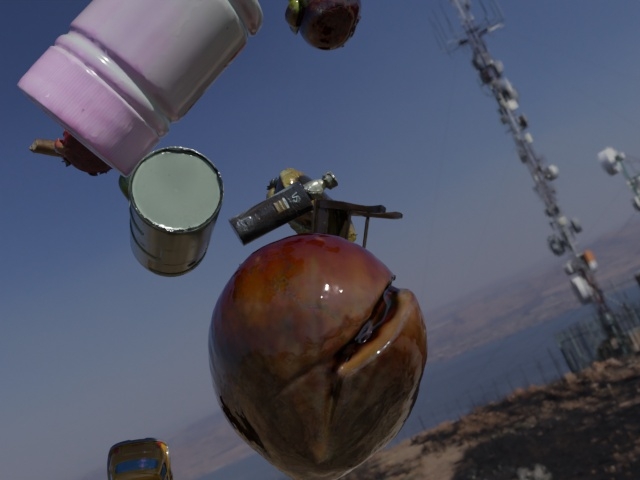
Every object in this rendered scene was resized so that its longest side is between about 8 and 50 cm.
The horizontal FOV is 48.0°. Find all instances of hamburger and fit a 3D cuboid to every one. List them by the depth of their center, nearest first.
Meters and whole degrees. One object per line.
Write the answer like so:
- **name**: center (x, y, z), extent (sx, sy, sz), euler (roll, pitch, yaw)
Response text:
- **hamburger**: center (-0.036, -0.089, 2.002), extent (0.132, 0.309, 0.211), euler (-45, -20, 5)

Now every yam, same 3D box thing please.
- **yam**: center (-0.778, -0.278, 2.205), extent (0.057, 0.056, 0.241), euler (-29, -17, 32)

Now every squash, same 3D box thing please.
- **squash**: center (-0.448, -0.090, 1.805), extent (0.052, 0.183, 0.052), euler (-29, 14, 8)

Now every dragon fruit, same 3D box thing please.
- **dragon fruit**: center (-0.407, -0.178, 1.281), extent (0.126, 0.068, 0.112), euler (-24, -48, -8)

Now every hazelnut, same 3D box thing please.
- **hazelnut**: center (0.002, 0.191, 1.146), extent (0.359, 0.359, 0.409), euler (-21, -36, -19)

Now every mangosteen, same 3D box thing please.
- **mangosteen**: center (-0.008, -0.464, 1.456), extent (0.181, 0.145, 0.156), euler (13, -47, -18)

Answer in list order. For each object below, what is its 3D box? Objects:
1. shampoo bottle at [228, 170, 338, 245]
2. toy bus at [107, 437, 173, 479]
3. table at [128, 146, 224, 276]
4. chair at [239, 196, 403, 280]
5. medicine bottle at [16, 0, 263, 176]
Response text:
- **shampoo bottle**: center (-0.063, -0.063, 1.295), extent (0.208, 0.057, 0.063), euler (-29, 11, -8)
- **toy bus**: center (-0.356, 0.514, 1.428), extent (0.126, 0.209, 0.136), euler (-4, 15, -11)
- **table**: center (-0.215, -0.035, 1.048), extent (0.126, 0.126, 0.220), euler (-21, -11, -19)
- **chair**: center (0.000, 0.000, 1.566), extent (0.319, 0.186, 0.160), euler (6, -1, 22)
- **medicine bottle**: center (-0.255, -0.270, 1.041), extent (0.316, 0.202, 0.202), euler (-50, -5, -9)
